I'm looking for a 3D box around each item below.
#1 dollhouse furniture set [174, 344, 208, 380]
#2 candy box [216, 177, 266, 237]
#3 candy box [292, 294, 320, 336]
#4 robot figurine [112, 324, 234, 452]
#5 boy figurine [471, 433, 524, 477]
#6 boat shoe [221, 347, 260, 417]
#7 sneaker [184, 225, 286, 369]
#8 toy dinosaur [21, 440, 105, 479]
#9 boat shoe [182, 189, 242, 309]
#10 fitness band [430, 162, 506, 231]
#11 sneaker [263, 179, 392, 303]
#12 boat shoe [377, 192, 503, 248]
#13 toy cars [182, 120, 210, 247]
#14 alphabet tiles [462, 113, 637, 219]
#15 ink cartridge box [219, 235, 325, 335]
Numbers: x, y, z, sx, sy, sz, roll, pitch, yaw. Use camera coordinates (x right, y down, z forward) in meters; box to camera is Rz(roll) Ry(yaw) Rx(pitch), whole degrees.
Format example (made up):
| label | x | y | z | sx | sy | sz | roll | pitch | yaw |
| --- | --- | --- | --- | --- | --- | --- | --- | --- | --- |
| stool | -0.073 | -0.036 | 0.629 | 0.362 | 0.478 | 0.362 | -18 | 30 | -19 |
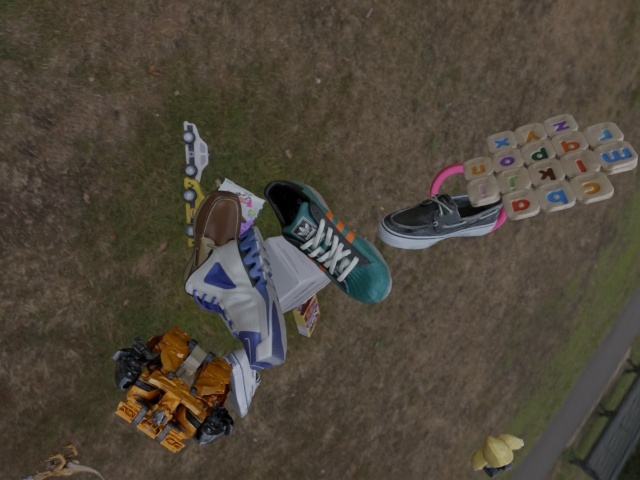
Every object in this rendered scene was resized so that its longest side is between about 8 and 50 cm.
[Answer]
| label | x | y | z | sx | sy | sz | roll | pitch | yaw |
| --- | --- | --- | --- | --- | --- | --- | --- | --- | --- |
| dollhouse furniture set | -0.523 | 0.540 | 1.794 | 0.242 | 0.161 | 0.212 | -45 | -176 | 7 |
| candy box | -0.301 | -0.091 | 1.573 | 0.070 | 0.165 | 0.196 | -52 | -169 | 53 |
| candy box | -0.053 | 0.294 | 1.867 | 0.109 | 0.053 | 0.186 | -60 | 158 | -30 |
| robot figurine | -0.231 | 0.236 | 0.768 | 0.211 | 0.291 | 0.085 | 37 | 92 | -5 |
| boy figurine | 0.550 | 0.658 | 1.443 | 0.177 | 0.092 | 0.285 | -27 | 146 | 0 |
| boat shoe | -0.195 | 0.368 | 1.205 | 0.084 | 0.095 | 0.258 | -25 | 145 | -29 |
| sneaker | -0.187 | 0.134 | 1.005 | 0.182 | 0.315 | 0.127 | -17 | 151 | 4 |
| toy dinosaur | -0.653 | 0.588 | 1.215 | 0.212 | 0.064 | 0.112 | -1 | 105 | -6 |
| boat shoe | -0.259 | 0.035 | 1.169 | 0.123 | 0.120 | 0.324 | 2 | 124 | -28 |
| fitness band | 0.518 | -0.140 | 1.632 | 0.209 | 0.291 | 0.054 | -52 | -173 | 21 |
| sneaker | 0.000 | 0.000 | 0.853 | 0.108 | 0.302 | 0.121 | -51 | 154 | 17 |
| boat shoe | 0.300 | -0.069 | 1.165 | 0.335 | 0.121 | 0.119 | -11 | 138 | -20 |
| toy cars | -0.339 | -0.165 | 1.318 | 0.087 | 0.393 | 0.176 | -3 | 148 | -13 |
| alphabet tiles | 0.421 | -0.145 | 0.890 | 0.278 | 0.284 | 0.021 | -81 | 150 | -47 |
| ink cartridge box | -0.113 | 0.116 | 1.479 | 0.285 | 0.166 | 0.395 | -40 | 168 | 23 |
